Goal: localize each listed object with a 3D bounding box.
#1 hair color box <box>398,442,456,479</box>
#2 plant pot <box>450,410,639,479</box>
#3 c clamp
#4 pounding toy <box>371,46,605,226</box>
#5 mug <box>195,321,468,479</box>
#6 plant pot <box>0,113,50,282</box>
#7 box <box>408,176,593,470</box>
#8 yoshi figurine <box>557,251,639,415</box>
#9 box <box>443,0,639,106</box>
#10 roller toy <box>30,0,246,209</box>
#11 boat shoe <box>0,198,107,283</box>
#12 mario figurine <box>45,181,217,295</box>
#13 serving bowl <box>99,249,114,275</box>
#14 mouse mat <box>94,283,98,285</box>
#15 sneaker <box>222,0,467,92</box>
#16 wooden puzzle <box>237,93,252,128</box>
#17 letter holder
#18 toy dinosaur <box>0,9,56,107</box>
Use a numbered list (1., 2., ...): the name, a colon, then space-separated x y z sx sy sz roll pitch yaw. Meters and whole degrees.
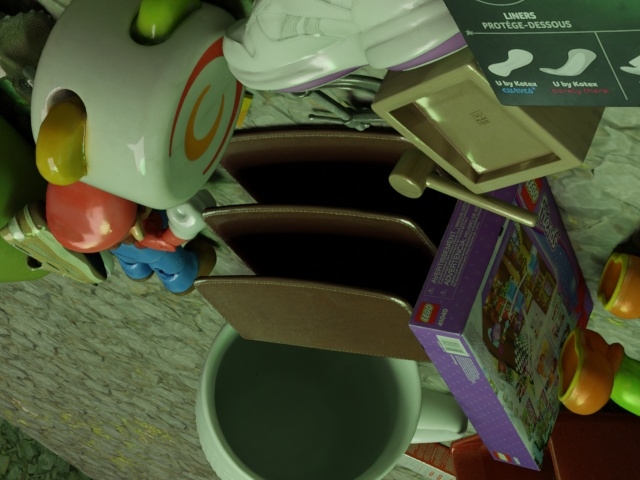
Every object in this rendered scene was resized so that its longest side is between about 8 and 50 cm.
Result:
1. hair color box: 0.180 0.359 1.943 0.141 0.043 0.072 25 156 4
2. plant pot: 0.343 0.344 1.465 0.236 0.267 0.267 -6 165 -20
3. c clamp: 0.024 -0.123 1.079 0.137 0.022 0.161 6 172 22
4. pounding toy: 0.136 -0.098 0.986 0.181 0.094 0.206 37 154 -22
5. mug: 0.015 0.236 1.612 0.374 0.276 0.328 5 161 -8
6. plant pot: -0.452 -0.057 1.489 0.275 0.274 0.293 6 166 36
7. box: 0.186 0.072 1.155 0.057 0.201 0.293 9 151 31
8. yoshi figurine: 0.420 0.154 1.116 0.362 0.203 0.203 23 150 -1
9. box: 0.168 -0.200 0.557 0.163 0.247 0.142 5 150 37
10. roller toy: -0.168 -0.134 1.082 0.146 0.209 0.191 20 177 14
11. boat shoe: -0.332 0.011 1.470 0.068 0.072 0.190 63 -175 32
12. mario figurine: -0.219 -0.046 1.458 0.198 0.170 0.320 -16 159 5
13. serving bowl: -0.335 0.016 1.750 0.083 0.027 0.083 32 158 15
14. mouse mat: -0.409 -0.005 1.779 0.153 0.007 0.189 31 158 17
15. sneaker: 0.010 -0.201 0.923 0.305 0.114 0.152 -2 117 56
16. wooden puzzle: -0.131 -0.134 1.220 0.116 0.014 0.078 6 142 -7
17. letter holder: 0.000 0.000 1.255 0.302 0.152 0.214 3 146 41
18. toy dinosaur: -0.390 -0.228 1.248 0.313 0.121 0.160 32 144 -4
